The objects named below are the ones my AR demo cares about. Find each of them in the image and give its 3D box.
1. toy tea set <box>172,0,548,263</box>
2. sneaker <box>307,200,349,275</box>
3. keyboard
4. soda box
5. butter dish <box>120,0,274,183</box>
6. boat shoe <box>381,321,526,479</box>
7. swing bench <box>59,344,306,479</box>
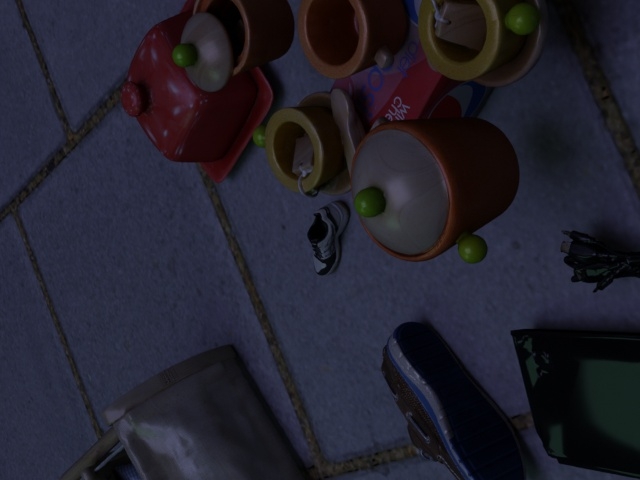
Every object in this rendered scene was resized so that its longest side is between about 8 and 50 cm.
[{"bbox_3d":[0.002,-0.102,0.729,0.336,0.124,0.200,14,114,45],"label":"toy tea set"},{"bbox_3d":[0.000,0.000,0.970,0.032,0.037,0.083,35,129,34],"label":"sneaker"},{"bbox_3d":[0.267,0.083,0.699,0.317,0.033,0.201,-2,108,48],"label":"keyboard"},{"bbox_3d":[0.093,-0.160,0.768,0.092,0.083,0.263,51,135,24],"label":"soda box"},{"bbox_3d":[-0.147,-0.150,1.021,0.160,0.118,0.160,58,138,18],"label":"butter dish"},{"bbox_3d":[0.114,0.160,0.884,0.183,0.066,0.066,61,145,29],"label":"boat shoe"},{"bbox_3d":[-0.145,0.301,1.149,0.253,0.165,0.255,56,137,19],"label":"swing bench"}]
